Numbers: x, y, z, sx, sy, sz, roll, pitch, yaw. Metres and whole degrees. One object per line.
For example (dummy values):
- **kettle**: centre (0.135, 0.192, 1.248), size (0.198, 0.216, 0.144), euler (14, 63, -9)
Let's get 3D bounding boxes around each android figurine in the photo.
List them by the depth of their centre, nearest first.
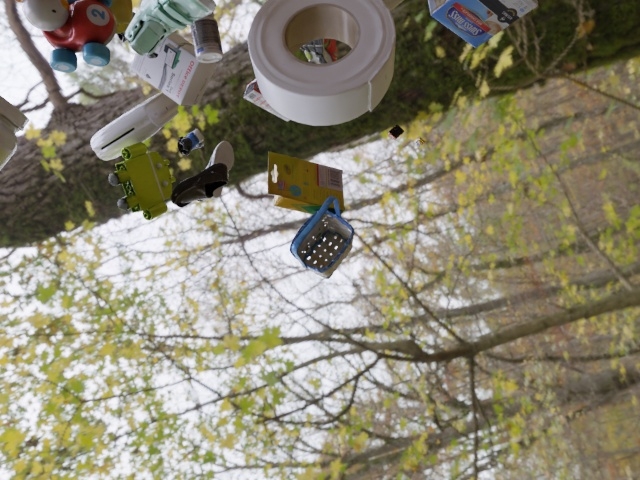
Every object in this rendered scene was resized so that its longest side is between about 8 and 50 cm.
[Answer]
- **android figurine**: centre (-0.573, -0.196, 1.960), size (0.273, 0.056, 0.248), euler (-40, -61, -59)

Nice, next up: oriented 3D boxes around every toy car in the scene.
- **toy car**: centre (-0.690, -0.605, 1.588), size (0.238, 0.210, 0.219), euler (32, -126, -72)
- **toy car**: centre (0.269, -0.320, 1.908), size (0.122, 0.040, 0.060), euler (30, -127, -5)

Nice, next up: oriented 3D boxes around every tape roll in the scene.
- **tape roll**: centre (0.006, -0.369, 1.166), size (0.100, 0.286, 0.286), euler (80, 174, -67)

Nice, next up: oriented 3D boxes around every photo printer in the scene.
- **photo printer**: centre (-0.642, -0.394, 2.065), size (0.107, 0.256, 0.308), euler (58, -164, -20)

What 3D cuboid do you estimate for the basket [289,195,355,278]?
- **basket**: centre (0.000, 0.000, 2.210), size (0.201, 0.255, 0.289), euler (32, 161, 21)

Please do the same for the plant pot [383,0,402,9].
- **plant pot**: centre (0.181, -0.782, 1.739), size (0.256, 0.273, 0.257), euler (27, -123, -51)

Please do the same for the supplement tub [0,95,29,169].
- **supplement tub**: centre (-0.845, -0.208, 1.344), size (0.235, 0.325, 0.235), euler (32, 169, 7)

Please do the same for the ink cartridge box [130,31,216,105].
- **ink cartridge box**: centre (-0.451, -0.537, 1.833), size (0.219, 0.160, 0.092), euler (36, -155, 13)

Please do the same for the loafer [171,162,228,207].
- **loafer**: centre (-0.392, -0.168, 1.947), size (0.080, 0.220, 0.078), euler (33, -153, -60)

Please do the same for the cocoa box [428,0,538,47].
- **cocoa box**: centre (0.460, -0.809, 1.783), size (0.231, 0.228, 0.347), euler (18, -123, -37)

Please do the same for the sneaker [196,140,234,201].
- **sneaker**: centre (-0.457, -0.285, 2.480), size (0.104, 0.146, 0.296), euler (40, -132, -38)

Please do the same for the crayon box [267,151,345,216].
- **crayon box**: centre (-0.067, -0.212, 2.313), size (0.318, 0.081, 0.202), euler (12, -122, -22)

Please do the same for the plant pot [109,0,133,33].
- **plant pot**: centre (-0.620, -0.682, 1.797), size (0.095, 0.134, 0.134), euler (69, -160, 2)

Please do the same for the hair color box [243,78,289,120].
- **hair color box**: centre (-0.125, -0.373, 1.587), size (0.141, 0.072, 0.043), euler (24, -107, -27)

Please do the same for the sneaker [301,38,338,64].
- **sneaker**: centre (-0.009, -0.654, 1.917), size (0.279, 0.107, 0.119), euler (52, -124, -68)

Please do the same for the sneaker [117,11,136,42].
- **sneaker**: centre (-0.689, -0.723, 1.892), size (0.101, 0.106, 0.267), euler (39, -169, 34)

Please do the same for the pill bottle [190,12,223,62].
- **pill bottle**: centre (-0.319, -0.572, 1.661), size (0.078, 0.078, 0.137), euler (-2, -99, -69)

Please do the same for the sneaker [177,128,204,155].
- **sneaker**: centre (-0.418, -0.309, 1.906), size (0.058, 0.084, 0.152), euler (57, 170, -11)

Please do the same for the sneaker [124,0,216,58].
- **sneaker**: centre (-0.308, -0.433, 1.203), size (0.094, 0.151, 0.255), euler (32, 172, -38)
